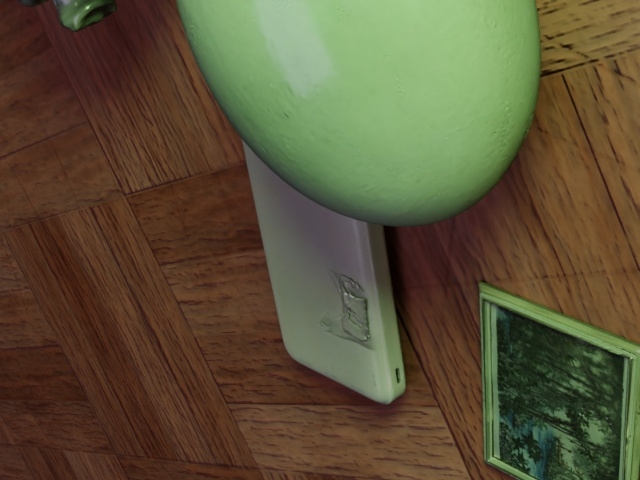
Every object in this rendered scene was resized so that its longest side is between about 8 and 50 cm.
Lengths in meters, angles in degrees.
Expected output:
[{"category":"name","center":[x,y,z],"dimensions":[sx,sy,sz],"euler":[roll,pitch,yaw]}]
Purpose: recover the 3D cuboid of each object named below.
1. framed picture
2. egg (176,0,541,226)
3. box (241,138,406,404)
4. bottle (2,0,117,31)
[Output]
[{"category":"framed picture","center":[0.178,0.131,0.859],"dimensions":[0.142,0.011,0.183],"euler":[23,132,38]},{"category":"egg","center":[0.021,-0.141,0.676],"dimensions":[0.203,0.203,0.283],"euler":[-13,110,52]},{"category":"box","center":[0.000,0.000,0.942],"dimensions":[0.142,0.044,0.285],"euler":[20,131,43]},{"category":"bottle","center":[-0.227,-0.328,0.820],"dimensions":[0.229,0.229,0.352],"euler":[-9,109,52]}]
